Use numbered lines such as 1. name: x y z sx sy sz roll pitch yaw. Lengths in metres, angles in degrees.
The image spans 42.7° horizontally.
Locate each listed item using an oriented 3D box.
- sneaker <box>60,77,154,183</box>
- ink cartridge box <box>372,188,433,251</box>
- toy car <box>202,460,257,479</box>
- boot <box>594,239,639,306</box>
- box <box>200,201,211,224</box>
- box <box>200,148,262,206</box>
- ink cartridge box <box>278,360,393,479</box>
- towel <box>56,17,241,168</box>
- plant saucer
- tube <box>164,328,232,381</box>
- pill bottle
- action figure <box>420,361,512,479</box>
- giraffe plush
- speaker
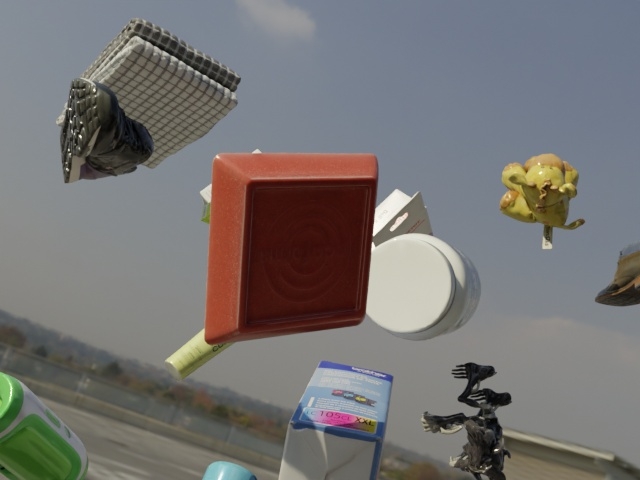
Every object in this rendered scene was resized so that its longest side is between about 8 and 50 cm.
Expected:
1. sneaker: -0.293 -0.157 1.162 0.124 0.107 0.283 -4 -7 -23
2. ink cartridge box: 0.207 0.004 2.315 0.119 0.207 0.353 36 -19 34
3. toy car: -0.220 0.405 1.070 0.238 0.219 0.210 11 -38 13
4. boot: 0.651 0.069 1.705 0.082 0.106 0.219 14 -21 -13
5. box: -0.142 -0.041 1.687 0.178 0.042 0.109 24 -34 -33
6. box: -0.155 -0.082 1.928 0.181 0.182 0.119 45 -18 19
7. ink cartridge box: 0.027 0.374 1.396 0.151 0.270 0.395 11 9 5
8. towel: -0.323 -0.273 1.545 0.235 0.121 0.284 25 -39 -36
9. plant saucer: -0.026 0.013 1.110 0.258 0.259 0.048 -4 16 -32
10. tube: -0.262 0.240 1.956 0.062 0.240 0.070 16 -48 44
11. pill bottle: 0.197 0.092 1.606 0.204 0.204 0.361 15 1 17
12. action figure: 0.284 0.364 1.546 0.141 0.275 0.164 -25 -69 28
13. giraffe plush: 0.463 -0.109 1.713 0.181 0.210 0.170 -13 -27 10
14. speaker: -0.518 0.347 1.436 0.131 0.131 0.296 14 -33 23
